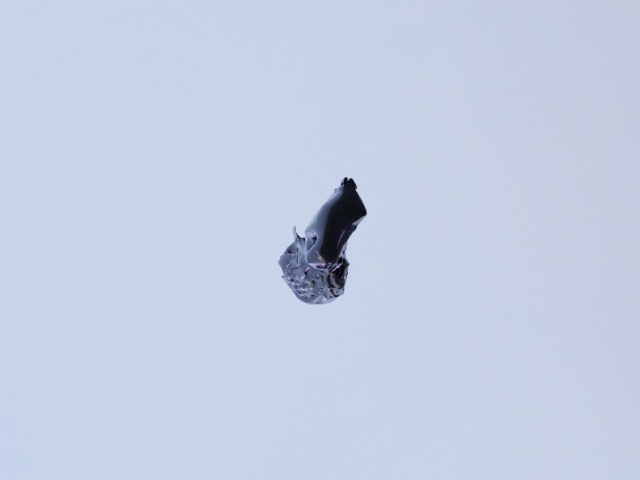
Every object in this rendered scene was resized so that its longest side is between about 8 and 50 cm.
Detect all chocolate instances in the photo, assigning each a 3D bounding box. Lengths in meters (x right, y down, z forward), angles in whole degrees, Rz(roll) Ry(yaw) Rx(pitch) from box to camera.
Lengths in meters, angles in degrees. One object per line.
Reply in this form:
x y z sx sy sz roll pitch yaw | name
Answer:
0.000 0.003 1.466 0.147 0.070 0.072 94 -177 -67 | chocolate
